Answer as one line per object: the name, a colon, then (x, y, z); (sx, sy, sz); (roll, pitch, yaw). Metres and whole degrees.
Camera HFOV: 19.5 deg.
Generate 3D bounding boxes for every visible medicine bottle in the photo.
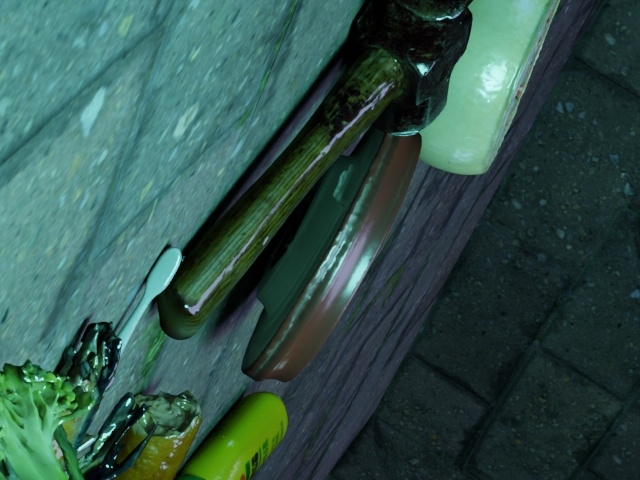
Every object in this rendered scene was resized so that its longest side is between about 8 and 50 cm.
medicine bottle: (-0.141, 0.304, 2.330); (0.309, 0.076, 0.111); (-47, 166, -46)

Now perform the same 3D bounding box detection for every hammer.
hammer: (-0.013, -0.081, 1.658); (0.409, 0.095, 0.242); (-48, 169, -20)

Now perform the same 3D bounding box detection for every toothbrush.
toothbrush: (-0.190, 0.122, 1.551); (0.275, 0.019, 0.025); (-58, 180, 6)

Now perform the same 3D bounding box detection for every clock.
clock: (0.000, 0.000, 1.907); (0.318, 0.080, 0.318); (-60, -173, 13)

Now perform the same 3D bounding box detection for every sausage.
sausage: (-0.196, 0.264, 1.847); (0.103, 0.076, 0.302); (-46, 166, -50)

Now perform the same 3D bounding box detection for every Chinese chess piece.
Chinese chess piece: (0.175, -0.204, 2.015); (0.270, 0.112, 0.270); (23, 90, -84)

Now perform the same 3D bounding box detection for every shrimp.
shrimp: (-0.183, 0.147, 1.503); (0.152, 0.046, 0.219); (-19, 142, -52)

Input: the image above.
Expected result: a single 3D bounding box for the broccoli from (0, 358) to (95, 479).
broccoli: (-0.126, 0.206, 1.146); (0.221, 0.361, 0.252); (-50, 131, -62)
